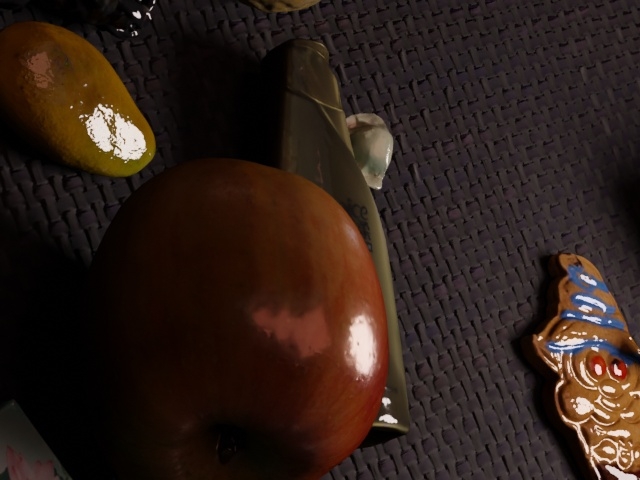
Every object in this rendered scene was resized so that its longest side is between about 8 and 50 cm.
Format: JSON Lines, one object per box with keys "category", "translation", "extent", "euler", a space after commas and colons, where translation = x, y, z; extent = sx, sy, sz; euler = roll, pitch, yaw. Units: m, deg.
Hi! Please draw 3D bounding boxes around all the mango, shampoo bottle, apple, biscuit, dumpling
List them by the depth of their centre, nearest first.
{"category": "apple", "translation": [-0.069, 0.069, 1.492], "extent": [0.242, 0.242, 0.241], "euler": [33, 36, -31]}
{"category": "mango", "translation": [-0.196, -0.109, 1.569], "extent": [0.187, 0.066, 0.101], "euler": [40, 49, -35]}
{"category": "shampoo bottle", "translation": [0.000, 0.000, 1.701], "extent": [0.125, 0.084, 0.350], "euler": [10, 65, -40]}
{"category": "dumpling", "translation": [0.036, -0.084, 1.807], "extent": [0.059, 0.043, 0.077], "euler": [15, 77, -22]}
{"category": "biscuit", "translation": [0.272, 0.144, 1.950], "extent": [0.183, 0.043, 0.280], "euler": [2, 68, -41]}

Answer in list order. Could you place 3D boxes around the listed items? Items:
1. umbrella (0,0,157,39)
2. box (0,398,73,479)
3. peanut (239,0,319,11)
{"category": "umbrella", "translation": [-0.233, -0.224, 1.546], "extent": [0.272, 0.110, 0.122], "euler": [6, 27, -47]}
{"category": "box", "translation": [-0.210, 0.253, 1.367], "extent": [0.245, 0.092, 0.153], "euler": [55, 43, -11]}
{"category": "peanut", "translation": [-0.004, -0.282, 1.804], "extent": [0.120, 0.110, 0.236], "euler": [52, 42, -3]}
